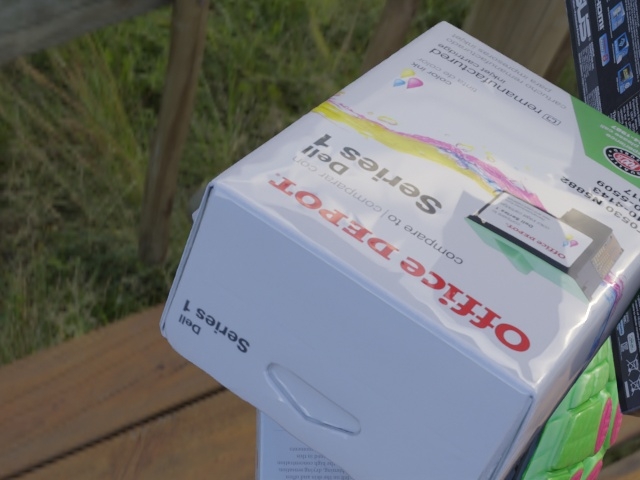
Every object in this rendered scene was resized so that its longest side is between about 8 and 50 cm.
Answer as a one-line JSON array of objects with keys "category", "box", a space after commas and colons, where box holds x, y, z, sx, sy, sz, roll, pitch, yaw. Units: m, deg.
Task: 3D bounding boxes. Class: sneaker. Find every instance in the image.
[{"category": "sneaker", "box": [0.150, 0.252, 1.422, 0.202, 0.185, 0.483, 34, 94, 26]}]

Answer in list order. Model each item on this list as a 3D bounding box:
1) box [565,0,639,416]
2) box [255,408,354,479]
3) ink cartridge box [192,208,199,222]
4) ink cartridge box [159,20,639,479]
[{"category": "box", "box": [0.313, -0.098, 0.990, 0.097, 0.318, 0.395, 6, 66, -21]}, {"category": "box", "box": [0.003, 0.342, 1.677, 0.168, 0.215, 0.345, 1, 91, -3]}, {"category": "ink cartridge box", "box": [0.000, 0.000, 1.508, 0.171, 0.232, 0.168, -3, 71, -36]}, {"category": "ink cartridge box", "box": [0.073, 0.006, 0.794, 0.201, 0.117, 0.278, 33, 39, 14]}]
